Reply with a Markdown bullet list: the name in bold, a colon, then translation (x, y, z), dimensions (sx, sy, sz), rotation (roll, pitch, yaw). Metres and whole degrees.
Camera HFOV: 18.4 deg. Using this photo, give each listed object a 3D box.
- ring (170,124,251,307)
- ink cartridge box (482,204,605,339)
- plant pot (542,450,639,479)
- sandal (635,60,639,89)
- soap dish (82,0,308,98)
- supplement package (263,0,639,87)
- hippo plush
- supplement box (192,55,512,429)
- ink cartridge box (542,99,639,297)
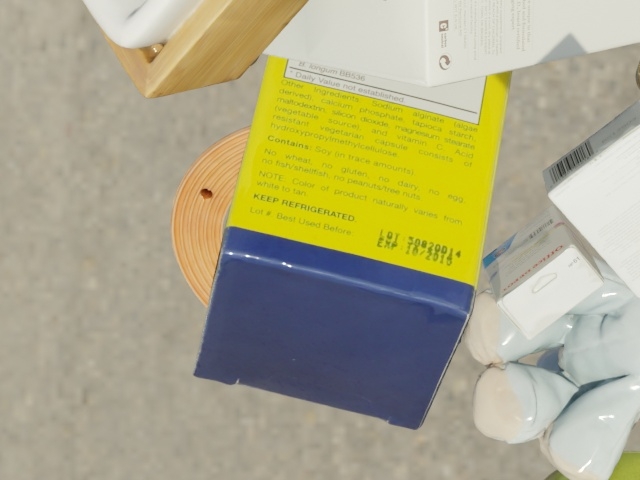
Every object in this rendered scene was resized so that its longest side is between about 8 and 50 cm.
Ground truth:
- **ring**: translation (0.000, 0.000, 2.194), dimensions (0.032, 0.337, 0.336), rotation (-76, 13, -51)
- **ink cartridge box**: translation (0.202, 0.028, 1.803), dimensions (0.088, 0.052, 0.122), rotation (-38, 14, 10)
- **plant pot**: translation (0.309, 0.407, 1.941), dimensions (0.275, 0.275, 0.293), rotation (-53, 11, 43)
- **sandal**: translation (0.383, -0.184, 1.952), dimensions (0.090, 0.219, 0.060), rotation (35, 138, 11)
- **soap dish**: translation (-0.047, -0.257, 1.214), dimensions (0.291, 0.118, 0.229), rotation (-47, 54, 19)
- **supplement package**: translation (0.103, -0.234, 1.369), dimensions (0.198, 0.263, 0.199), rotation (17, 115, 48)
- **hippo plush**: translation (0.283, 0.099, 2.020), dimensions (0.294, 0.236, 0.234), rotation (-42, 80, 5)
- **supplement box**: translation (0.035, -0.059, 1.606), dimensions (0.195, 0.194, 0.356), rotation (107, 177, -56)
- **ink cartridge box**: translation (0.170, -0.007, 0.985), dimensions (0.063, 0.115, 0.029), rotation (-37, 22, 16)
